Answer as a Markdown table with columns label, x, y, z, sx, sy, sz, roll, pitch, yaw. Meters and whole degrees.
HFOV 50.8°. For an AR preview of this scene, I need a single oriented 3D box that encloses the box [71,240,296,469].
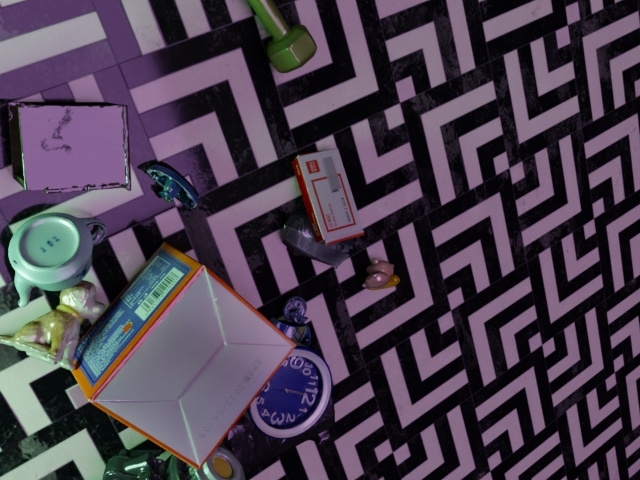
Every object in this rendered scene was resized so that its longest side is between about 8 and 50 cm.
| label | x | y | z | sx | sy | sz | roll | pitch | yaw |
| --- | --- | --- | --- | --- | --- | --- | --- | --- | --- |
| box | -0.310 | 0.243 | 1.486 | 0.348 | 0.257 | 0.318 | -52 | 124 | -11 |

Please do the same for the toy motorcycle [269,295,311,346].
| label | x | y | z | sx | sy | sz | roll | pitch | yaw |
| --- | --- | --- | --- | --- | --- | --- | --- | --- | --- |
| toy motorcycle | -0.105 | 0.265 | 1.715 | 0.254 | 0.092 | 0.135 | -49 | 123 | -14 |

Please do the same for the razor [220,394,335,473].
| label | x | y | z | sx | sy | sz | roll | pitch | yaw |
| --- | --- | --- | --- | --- | --- | --- | --- | --- | --- |
| razor | -0.117 | 0.478 | 1.751 | 0.327 | 0.107 | 0.189 | -14 | 108 | -28 |

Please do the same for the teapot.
| label | x | y | z | sx | sy | sz | roll | pitch | yaw |
| --- | --- | --- | --- | --- | --- | --- | --- | --- | --- |
| teapot | -0.534 | 0.034 | 1.375 | 0.232 | 0.159 | 0.159 | -46 | 122 | -25 |

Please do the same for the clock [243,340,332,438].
| label | x | y | z | sx | sy | sz | roll | pitch | yaw |
| --- | --- | --- | --- | --- | --- | --- | --- | --- | --- |
| clock | -0.087 | 0.361 | 1.640 | 0.231 | 0.083 | 0.230 | -6 | 101 | -32 |

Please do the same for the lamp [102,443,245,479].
| label | x | y | z | sx | sy | sz | roll | pitch | yaw |
| --- | --- | --- | --- | --- | --- | --- | --- | --- | --- |
| lamp | -0.297 | 0.601 | 1.566 | 0.272 | 0.205 | 0.374 | -26 | 117 | 13 |

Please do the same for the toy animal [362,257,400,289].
| label | x | y | z | sx | sy | sz | roll | pitch | yaw |
| --- | --- | --- | --- | --- | --- | --- | --- | --- | --- |
| toy animal | 0.153 | 0.092 | 1.844 | 0.114 | 0.091 | 0.081 | 3 | 73 | -44 |

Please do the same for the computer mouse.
| label | x | y | z | sx | sy | sz | roll | pitch | yaw |
| --- | --- | --- | --- | --- | --- | --- | --- | --- | --- |
| computer mouse | 0.002 | -0.001 | 1.723 | 0.231 | 0.071 | 0.126 | 23 | 90 | -34 |

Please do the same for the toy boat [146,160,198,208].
| label | x | y | z | sx | sy | sz | roll | pitch | yaw |
| --- | --- | --- | --- | --- | --- | --- | --- | --- | --- |
| toy boat | -0.329 | -0.118 | 1.496 | 0.137 | 0.060 | 0.060 | 50 | 54 | -34 |

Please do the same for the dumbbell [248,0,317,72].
| label | x | y | z | sx | sy | sz | roll | pitch | yaw |
| --- | --- | --- | --- | --- | --- | --- | --- | --- | --- |
| dumbbell | -0.124 | -0.516 | 1.492 | 0.108 | 0.121 | 0.302 | -31 | 120 | 11 |

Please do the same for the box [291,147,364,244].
| label | x | y | z | sx | sy | sz | roll | pitch | yaw |
| --- | --- | --- | --- | --- | --- | --- | --- | --- | --- |
| box | 0.019 | -0.107 | 1.670 | 0.123 | 0.050 | 0.229 | -15 | 87 | -26 |

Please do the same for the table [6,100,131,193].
| label | x | y | z | sx | sy | sz | roll | pitch | yaw |
| --- | --- | --- | --- | --- | --- | --- | --- | --- | --- |
| table | -0.491 | -0.182 | 1.316 | 0.193 | 0.169 | 0.172 | -6 | 106 | -31 |

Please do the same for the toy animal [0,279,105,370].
| label | x | y | z | sx | sy | sz | roll | pitch | yaw |
| --- | --- | --- | --- | --- | --- | --- | --- | --- | --- |
| toy animal | -0.562 | 0.155 | 1.407 | 0.104 | 0.184 | 0.185 | 76 | 32 | -67 |
